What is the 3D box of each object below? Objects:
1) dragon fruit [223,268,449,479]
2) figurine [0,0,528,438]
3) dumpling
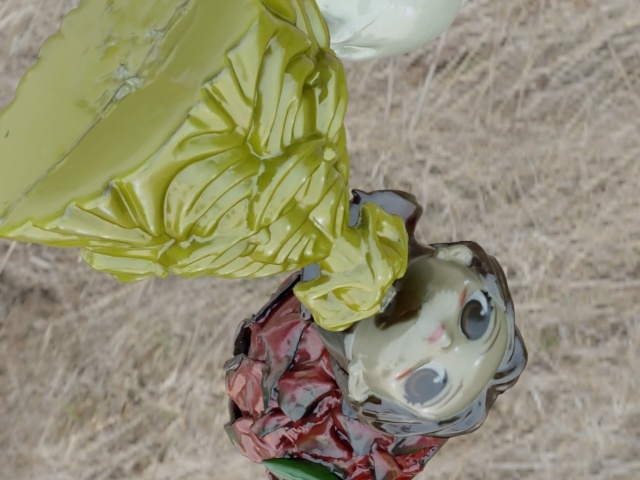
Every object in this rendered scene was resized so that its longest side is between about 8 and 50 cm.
[{"bbox_3d":[0.025,0.105,1.421,0.233,0.293,0.234,2,156,1],"label":"dragon fruit"},{"bbox_3d":[0.003,0.001,0.792,0.168,0.187,0.315,-7,143,41],"label":"figurine"},{"bbox_3d":[0.042,-0.235,1.321,0.162,0.250,0.132,42,142,22],"label":"dumpling"}]
